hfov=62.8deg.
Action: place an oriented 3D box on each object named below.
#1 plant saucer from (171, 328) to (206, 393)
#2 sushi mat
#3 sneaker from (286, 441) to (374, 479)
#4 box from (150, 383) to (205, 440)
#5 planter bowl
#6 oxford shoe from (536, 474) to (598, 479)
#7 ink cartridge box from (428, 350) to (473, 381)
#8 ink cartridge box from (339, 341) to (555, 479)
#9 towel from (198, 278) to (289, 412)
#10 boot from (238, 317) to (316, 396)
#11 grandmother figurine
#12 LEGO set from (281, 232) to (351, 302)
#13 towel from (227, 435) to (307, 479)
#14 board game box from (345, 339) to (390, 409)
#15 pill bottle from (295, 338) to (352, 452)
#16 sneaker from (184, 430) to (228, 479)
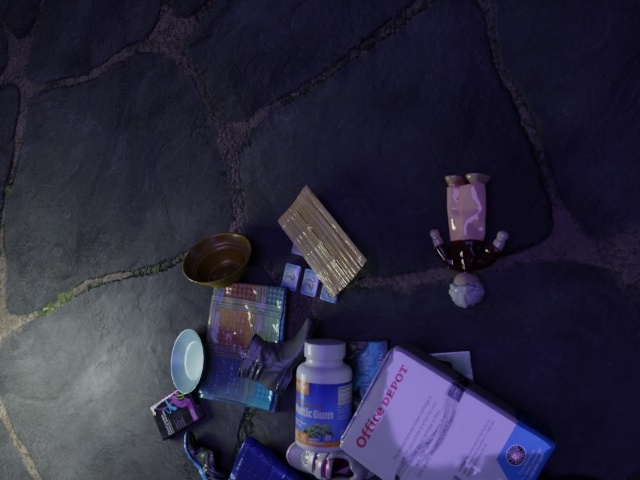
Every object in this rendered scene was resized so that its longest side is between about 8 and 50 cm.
[{"bbox_3d":[-0.401,0.374,1.627,0.195,0.037,0.195,-12,73,44],"label":"plant saucer"},{"bbox_3d":[0.000,0.000,1.496,0.151,0.019,0.317,-48,61,20],"label":"sushi mat"},{"bbox_3d":[0.016,0.590,1.407,0.252,0.111,0.103,-2,82,22],"label":"sneaker"},{"bbox_3d":[-0.453,0.541,1.651,0.162,0.029,0.116,-35,71,15],"label":"box"},{"bbox_3d":[-0.302,0.079,1.602,0.217,0.090,0.217,-9,42,8],"label":"planter bowl"},{"bbox_3d":[0.583,0.600,1.204,0.227,0.083,0.096,0,113,14],"label":"oxford shoe"},{"bbox_3d":[0.317,0.407,1.341,0.171,0.056,0.235,-9,79,21],"label":"ink cartridge box"},{"bbox_3d":[0.289,0.461,1.228,0.394,0.166,0.286,30,95,20],"label":"ink cartridge box"},{"bbox_3d":[-0.234,0.312,1.584,0.271,0.040,0.370,4,86,22],"label":"towel"},{"bbox_3d":[-0.125,0.304,1.487,0.161,0.083,0.247,27,84,6],"label":"boot"},{"bbox_3d":[0.385,0.004,1.355,0.207,0.104,0.343,-2,84,50],"label":"grandmother figurine"},{"bbox_3d":[-0.015,0.043,1.527,0.182,0.060,0.244,15,92,23],"label":"LEGO set"},{"bbox_3d":[-0.126,0.726,1.473,0.308,0.076,0.228,30,101,23],"label":"towel"},{"bbox_3d":[0.133,0.369,1.438,0.126,0.026,0.186,-7,80,21],"label":"board game box"},{"bbox_3d":[0.009,0.407,1.401,0.152,0.152,0.272,0,89,22],"label":"pill bottle"},{"bbox_3d":[-0.346,0.652,1.581,0.078,0.067,0.188,-40,67,-10],"label":"sneaker"}]
